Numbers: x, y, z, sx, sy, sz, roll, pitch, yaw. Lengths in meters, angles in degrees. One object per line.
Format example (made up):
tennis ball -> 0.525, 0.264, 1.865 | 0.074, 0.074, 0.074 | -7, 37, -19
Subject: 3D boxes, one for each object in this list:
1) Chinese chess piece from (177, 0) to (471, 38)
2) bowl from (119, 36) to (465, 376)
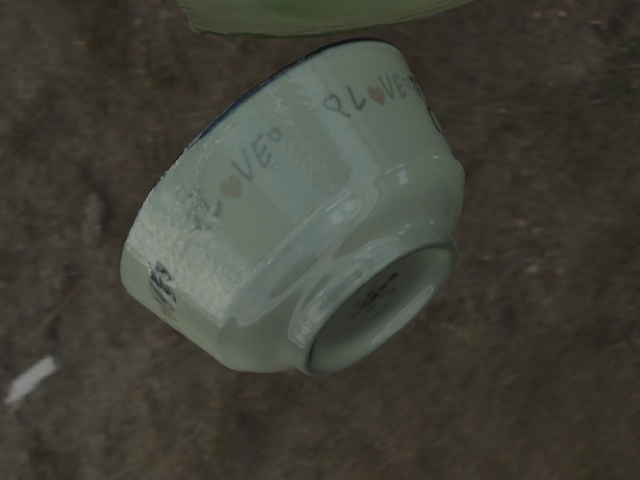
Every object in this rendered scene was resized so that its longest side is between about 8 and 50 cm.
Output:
Chinese chess piece -> -0.016, -0.159, 0.331 | 0.101, 0.250, 0.250 | -19, 87, 1
bowl -> 0.000, 0.000, 1.233 | 0.238, 0.237, 0.126 | -47, 68, 19
